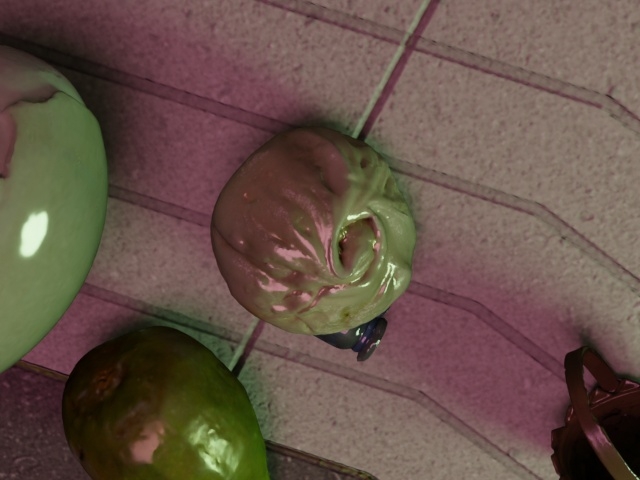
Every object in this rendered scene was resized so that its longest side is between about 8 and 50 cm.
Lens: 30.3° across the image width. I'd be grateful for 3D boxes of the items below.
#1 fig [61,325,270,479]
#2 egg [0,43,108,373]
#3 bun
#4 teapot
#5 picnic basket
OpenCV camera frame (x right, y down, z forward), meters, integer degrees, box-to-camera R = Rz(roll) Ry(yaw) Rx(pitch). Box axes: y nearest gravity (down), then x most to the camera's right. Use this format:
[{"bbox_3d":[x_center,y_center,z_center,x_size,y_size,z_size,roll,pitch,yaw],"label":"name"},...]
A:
[{"bbox_3d":[-0.136,0.192,1.099,0.167,0.167,0.233,-29,99,21],"label":"fig"},{"bbox_3d":[-0.318,-0.024,0.965,0.336,0.278,0.278,-41,102,19],"label":"egg"},{"bbox_3d":[0.000,0.000,0.985,0.183,0.102,0.183,-3,101,-15],"label":"bun"},{"bbox_3d":[0.019,0.066,1.079,0.083,0.063,0.049,30,148,-7],"label":"teapot"},{"bbox_3d":[0.265,0.168,1.029,0.138,0.128,0.178,-27,117,19],"label":"picnic basket"}]
